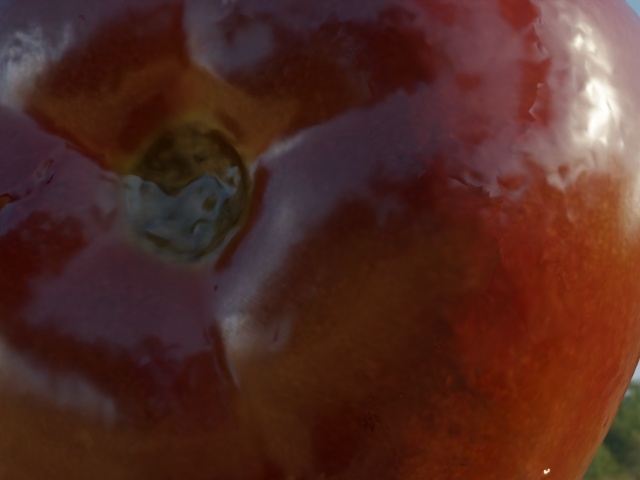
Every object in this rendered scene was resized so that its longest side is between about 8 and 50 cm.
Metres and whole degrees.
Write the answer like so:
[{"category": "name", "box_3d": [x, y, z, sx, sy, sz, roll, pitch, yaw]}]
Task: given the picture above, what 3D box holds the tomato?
[{"category": "tomato", "box_3d": [0.000, 0.000, 0.606, 0.298, 0.299, 0.226, -13, -20, 19]}]
